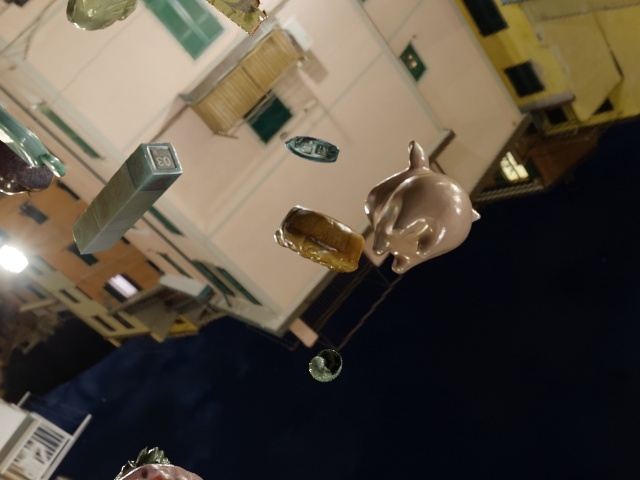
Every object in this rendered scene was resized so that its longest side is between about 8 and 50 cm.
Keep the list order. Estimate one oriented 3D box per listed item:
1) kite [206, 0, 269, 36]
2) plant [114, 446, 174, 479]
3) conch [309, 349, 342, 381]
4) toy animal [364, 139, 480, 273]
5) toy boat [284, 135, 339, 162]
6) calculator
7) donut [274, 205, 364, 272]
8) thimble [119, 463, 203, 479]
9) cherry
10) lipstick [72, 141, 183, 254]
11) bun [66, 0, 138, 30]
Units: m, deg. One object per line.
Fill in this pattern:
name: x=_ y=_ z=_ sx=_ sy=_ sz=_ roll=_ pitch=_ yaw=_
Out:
kite: x=-0.218 y=-0.477 z=1.121 sx=0.013 sy=0.327 sz=0.377 roll=-46 pitch=-124 yaw=26
plant: x=-0.456 y=0.632 z=1.653 sx=0.132 sy=0.129 sz=0.194 roll=-5 pitch=-149 yaw=50
conch: x=0.018 y=0.293 z=1.484 sx=0.085 sy=0.056 sz=0.076 roll=28 pitch=-112 yaw=42
toy animal: x=0.212 y=-0.059 z=1.386 sx=0.269 sy=0.237 sz=0.326 roll=-46 pitch=-171 yaw=-23
toy boat: x=-0.022 y=-0.229 z=1.617 sx=0.066 sy=0.140 sz=0.059 roll=-95 pitch=-161 yaw=-76
calculator: x=-0.672 y=-0.238 z=1.385 sx=0.042 sy=0.295 sz=0.184 roll=-51 pitch=-178 yaw=-18
donut: x=0.001 y=0.001 z=1.613 sx=0.226 sy=0.226 sz=0.114 roll=16 pitch=-101 yaw=57
thimble: x=-0.224 y=0.386 z=0.820 sx=0.189 sy=0.163 sz=0.125 roll=-47 pitch=-178 yaw=-39
cherry: x=-0.774 y=-0.198 z=1.675 sx=0.140 sy=0.176 sz=0.176 roll=-11 pitch=-140 yaw=24
lipstick: x=-0.427 y=-0.083 z=1.395 sx=0.080 sy=0.076 sz=0.371 roll=-11 pitch=162 yaw=-46
bun: x=-0.465 y=-0.560 z=1.423 sx=0.229 sy=0.145 sz=0.229 roll=-28 pitch=-126 yaw=48
